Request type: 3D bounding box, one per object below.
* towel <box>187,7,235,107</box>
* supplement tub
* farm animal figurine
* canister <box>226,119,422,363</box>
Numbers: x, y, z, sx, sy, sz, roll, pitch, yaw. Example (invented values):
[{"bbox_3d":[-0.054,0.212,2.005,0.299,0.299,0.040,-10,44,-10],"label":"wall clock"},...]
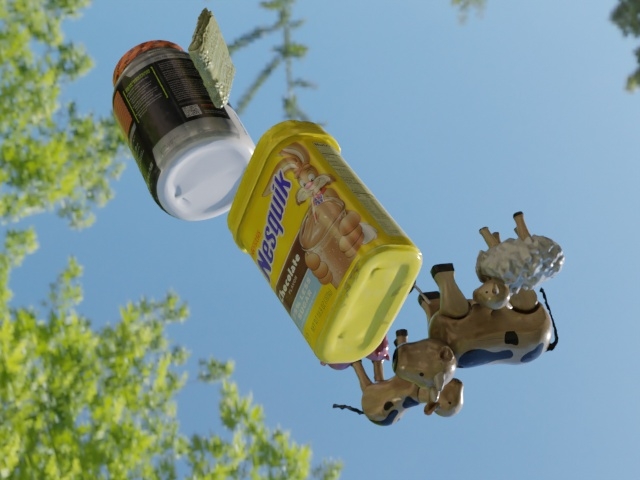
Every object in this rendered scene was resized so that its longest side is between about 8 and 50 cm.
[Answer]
[{"bbox_3d":[-0.156,-0.263,1.540,0.027,0.110,0.148,-16,-148,11],"label":"towel"},{"bbox_3d":[-0.245,-0.201,1.851,0.193,0.194,0.316,-16,-131,-17],"label":"supplement tub"},{"bbox_3d":[0.163,0.140,1.409,0.326,0.330,0.172,-15,-123,-2],"label":"farm animal figurine"},{"bbox_3d":[0.000,0.000,0.856,0.073,0.126,0.170,3,-145,-35],"label":"canister"}]
